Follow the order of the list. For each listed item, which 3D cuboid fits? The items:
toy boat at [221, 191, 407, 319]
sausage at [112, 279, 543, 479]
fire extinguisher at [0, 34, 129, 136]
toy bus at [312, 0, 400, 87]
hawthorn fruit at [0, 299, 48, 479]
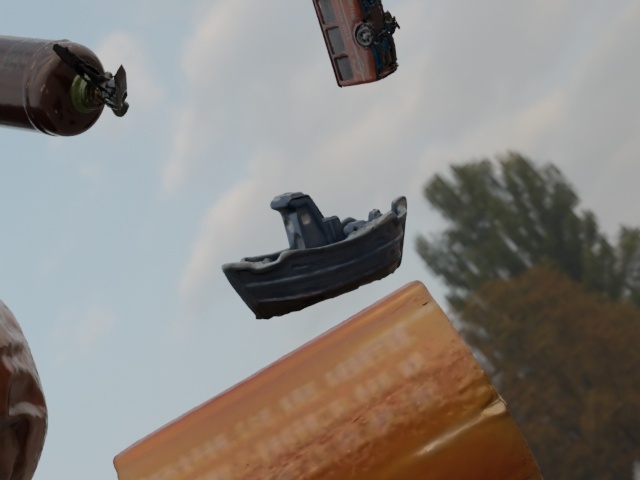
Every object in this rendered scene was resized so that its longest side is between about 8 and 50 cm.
[{"bbox_3d":[0.000,0.000,1.841,0.309,0.143,0.129,-20,10,-36],"label":"toy boat"},{"bbox_3d":[0.010,0.199,1.158,0.287,0.233,0.233,-29,-16,-3],"label":"sausage"},{"bbox_3d":[-0.322,-0.174,1.525,0.138,0.344,0.102,46,-120,-50],"label":"fire extinguisher"},{"bbox_3d":[0.034,-0.323,1.919,0.096,0.235,0.073,-10,15,37],"label":"toy bus"},{"bbox_3d":[-0.518,0.207,1.573,0.471,0.472,0.472,-37,-16,-12],"label":"hawthorn fruit"}]
